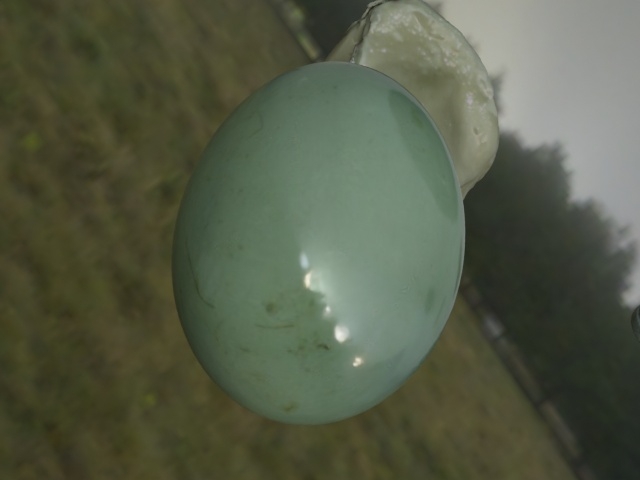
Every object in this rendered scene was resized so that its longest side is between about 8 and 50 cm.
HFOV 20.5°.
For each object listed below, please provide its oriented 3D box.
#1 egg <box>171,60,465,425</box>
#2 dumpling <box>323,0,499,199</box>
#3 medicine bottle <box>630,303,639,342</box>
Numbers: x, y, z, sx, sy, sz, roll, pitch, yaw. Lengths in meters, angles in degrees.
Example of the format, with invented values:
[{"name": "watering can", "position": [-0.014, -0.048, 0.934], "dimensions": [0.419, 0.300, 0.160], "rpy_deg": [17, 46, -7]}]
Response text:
[{"name": "egg", "position": [0.000, 0.000, 0.909], "dimensions": [0.149, 0.192, 0.149], "rpy_deg": [13, -17, 4]}, {"name": "dumpling", "position": [0.050, -0.063, 1.170], "dimensions": [0.136, 0.199, 0.118], "rpy_deg": [9, 27, -28]}, {"name": "medicine bottle", "position": [0.274, 0.043, 1.283], "dimensions": [0.058, 0.091, 0.058], "rpy_deg": [23, 37, -19]}]
